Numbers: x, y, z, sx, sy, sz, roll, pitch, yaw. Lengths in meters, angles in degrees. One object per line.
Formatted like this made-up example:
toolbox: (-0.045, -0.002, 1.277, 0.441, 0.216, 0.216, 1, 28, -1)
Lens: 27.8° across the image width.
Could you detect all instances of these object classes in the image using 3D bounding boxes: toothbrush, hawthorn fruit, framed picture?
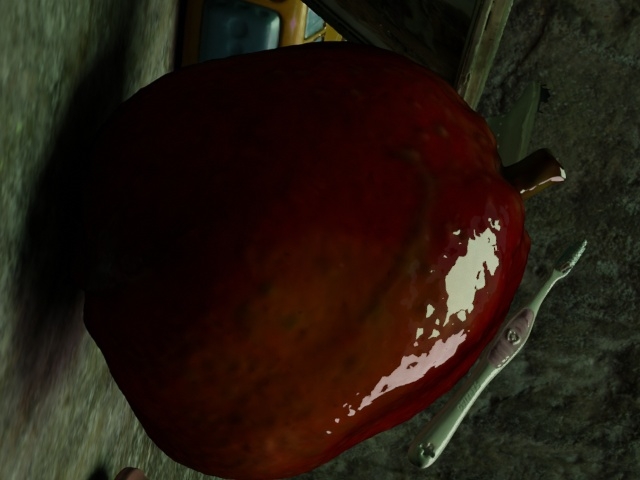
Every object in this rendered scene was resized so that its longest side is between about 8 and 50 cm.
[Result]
toothbrush: (0.109, 0.064, 0.776, 0.204, 0.017, 0.022, -46, 174, -34)
hawthorn fruit: (0.000, 0.000, 0.793, 0.265, 0.307, 0.265, 156, -90, -86)
framed picture: (0.003, -0.193, 0.813, 0.017, 0.274, 0.217, -45, 166, -15)

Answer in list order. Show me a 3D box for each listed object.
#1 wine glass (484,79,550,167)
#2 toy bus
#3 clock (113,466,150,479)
wine glass: (0.052, -0.126, 1.249, 0.143, 0.321, 0.143, 16, 90, -88)
toy bus: (-0.047, -0.176, 1.038, 0.136, 0.126, 0.209, -59, 163, -57)
clock: (-0.175, 0.302, 1.032, 0.244, 0.056, 0.244, 9, 90, -86)
